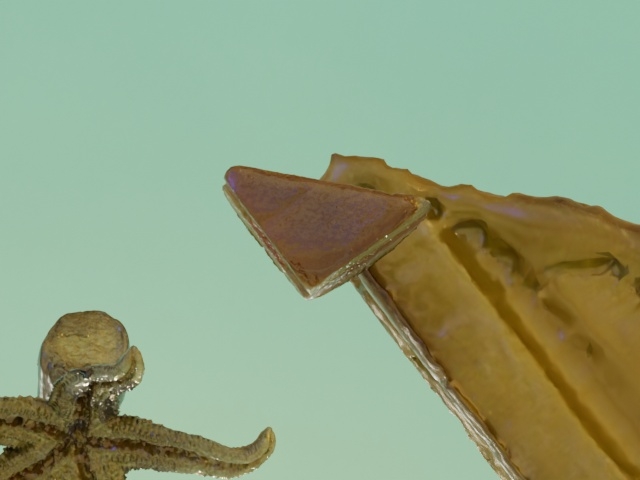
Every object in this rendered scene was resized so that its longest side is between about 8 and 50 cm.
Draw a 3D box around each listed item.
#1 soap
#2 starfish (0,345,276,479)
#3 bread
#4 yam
[{"bbox_3d":[0.205,0.021,1.162,0.304,0.169,0.338,-36,77,-6],"label":"soap"},{"bbox_3d":[-0.126,0.128,1.010,0.208,0.053,0.176,-15,124,17],"label":"starfish"},{"bbox_3d":[0.000,0.000,0.956,0.109,0.062,0.043,7,165,3],"label":"bread"},{"bbox_3d":[-0.155,0.138,1.208,0.061,0.061,0.253,12,141,0],"label":"yam"}]
